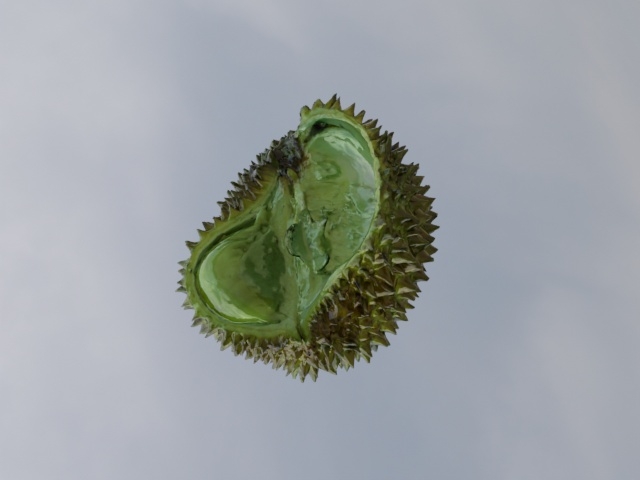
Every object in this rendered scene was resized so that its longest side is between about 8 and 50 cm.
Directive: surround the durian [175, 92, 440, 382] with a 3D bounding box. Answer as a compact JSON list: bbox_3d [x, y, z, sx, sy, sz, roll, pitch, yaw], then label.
[{"bbox_3d":[-0.002,0.003,1.301,0.200,0.237,0.176,31,-179,17],"label":"durian"}]
